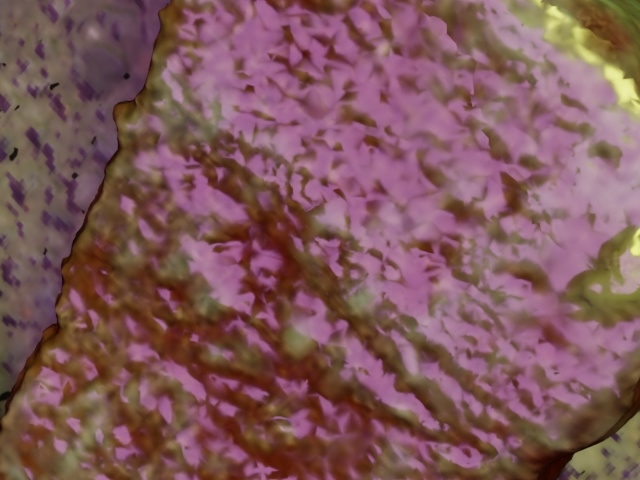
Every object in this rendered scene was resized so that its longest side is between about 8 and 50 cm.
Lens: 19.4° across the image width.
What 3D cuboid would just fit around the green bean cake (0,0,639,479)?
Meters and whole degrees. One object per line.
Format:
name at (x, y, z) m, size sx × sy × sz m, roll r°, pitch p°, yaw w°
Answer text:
green bean cake at (0.000, 0.000, 0.534) m, size 0.198 × 0.097 × 0.233 m, roll 43°, pitch 111°, yaw 8°
